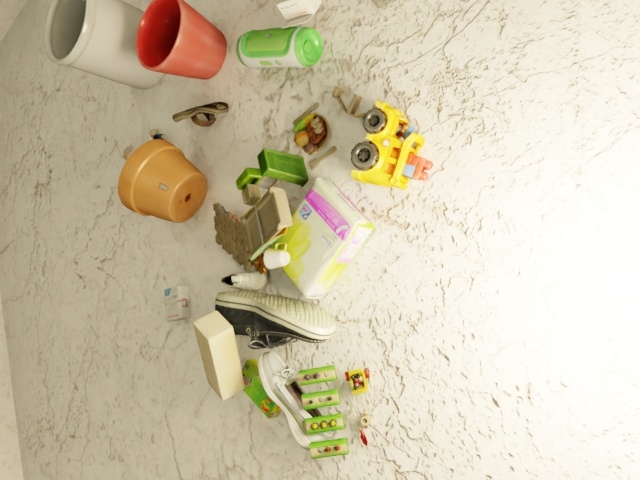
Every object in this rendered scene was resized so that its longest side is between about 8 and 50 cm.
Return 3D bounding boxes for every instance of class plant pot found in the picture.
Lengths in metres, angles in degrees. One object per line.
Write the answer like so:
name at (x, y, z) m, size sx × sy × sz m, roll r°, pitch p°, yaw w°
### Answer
plant pot at (-0.495, -0.723, 1.989) m, size 0.274 × 0.243 × 0.275 m, roll -5°, pitch 82°, yaw 38°
plant pot at (-0.553, -0.195, 1.978) m, size 0.203 × 0.291 × 0.291 m, roll 29°, pitch 104°, yaw 19°

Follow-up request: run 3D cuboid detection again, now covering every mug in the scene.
mug at (-0.126, 0.045, 1.610) m, size 0.064 × 0.062 × 0.078 m, roll -5°, pitch 89°, yaw 32°

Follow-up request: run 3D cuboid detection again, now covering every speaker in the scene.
speaker at (-0.138, -0.628, 1.774) m, size 0.296 × 0.131 × 0.131 m, roll 13°, pitch 93°, yaw 38°

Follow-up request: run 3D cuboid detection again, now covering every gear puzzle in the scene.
gear puzzle at (-0.262, 0.000, 1.809) m, size 0.339 × 0.044 × 0.176 m, roll 36°, pitch 134°, yaw 43°

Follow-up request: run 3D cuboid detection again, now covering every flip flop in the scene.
flip flop at (-0.441, -0.460, 2.017) m, size 0.276 × 0.112 × 0.080 m, roll -2°, pitch 110°, yaw 36°

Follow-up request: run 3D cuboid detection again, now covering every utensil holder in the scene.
utensil holder at (-0.843, -0.810, 2.182) m, size 0.327 × 0.385 × 0.328 m, roll -6°, pitch 81°, yaw 38°

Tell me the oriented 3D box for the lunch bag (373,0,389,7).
lunch bag at (0.193, -0.817, 1.463) m, size 0.287 × 0.235 × 0.169 m, roll -25°, pitch 67°, yaw 34°

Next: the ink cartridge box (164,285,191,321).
ink cartridge box at (-0.537, 0.238, 2.040) m, size 0.088 × 0.052 × 0.123 m, roll -16°, pitch 74°, yaw 36°

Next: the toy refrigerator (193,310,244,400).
toy refrigerator at (-0.311, 0.360, 1.694) m, size 0.102 × 0.094 × 0.270 m, roll 33°, pitch 138°, yaw 43°

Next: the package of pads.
package of pads at (0.000, 0.000, 1.614) m, size 0.229 × 0.101 × 0.297 m, roll 49°, pitch 115°, yaw 32°

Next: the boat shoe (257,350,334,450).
boat shoe at (-0.077, 0.461, 1.620) m, size 0.103 × 0.118 × 0.320 m, roll -41°, pitch 66°, yaw 19°

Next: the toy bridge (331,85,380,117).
toy bridge at (0.100, -0.405, 1.626) m, size 0.188 × 0.026 × 0.063 m, roll 34°, pitch 107°, yaw 36°

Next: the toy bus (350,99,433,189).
toy bus at (0.209, -0.243, 1.460) m, size 0.211 × 0.149 × 0.221 m, roll 19°, pitch 95°, yaw 25°

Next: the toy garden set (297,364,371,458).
toy garden set at (0.050, 0.472, 1.508) m, size 0.203 × 0.049 × 0.245 m, roll -12°, pitch 81°, yaw 10°

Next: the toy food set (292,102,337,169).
toy food set at (-0.028, -0.335, 1.710) m, size 0.132 × 0.038 × 0.192 m, roll -35°, pitch 65°, yaw 30°

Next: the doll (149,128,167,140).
doll at (-0.656, -0.379, 2.204) m, size 0.129 × 0.046 × 0.189 m, roll -46°, pitch 53°, yaw 36°

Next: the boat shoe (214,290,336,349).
boat shoe at (-0.148, 0.257, 1.658) m, size 0.499 × 0.186 × 0.156 m, roll 4°, pitch 93°, yaw 43°

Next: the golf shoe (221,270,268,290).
golf shoe at (-0.255, 0.135, 1.809) m, size 0.176 × 0.086 × 0.069 m, roll -12°, pitch 76°, yaw 35°

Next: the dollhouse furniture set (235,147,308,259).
dollhouse furniture set at (-0.137, -0.102, 1.682) m, size 0.197 × 0.151 × 0.302 m, roll -42°, pitch 51°, yaw 40°

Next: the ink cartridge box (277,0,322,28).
ink cartridge box at (-0.056, -0.760, 1.703) m, size 0.115 × 0.067 × 0.198 m, roll 0°, pitch 54°, yaw 38°

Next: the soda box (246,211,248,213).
soda box at (-0.166, -0.047, 1.775) m, size 0.183 × 0.058 × 0.063 m, roll 14°, pitch 93°, yaw 37°

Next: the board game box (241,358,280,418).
board game box at (-0.190, 0.475, 1.746) m, size 0.181 × 0.043 × 0.092 m, roll 36°, pitch 108°, yaw 35°
